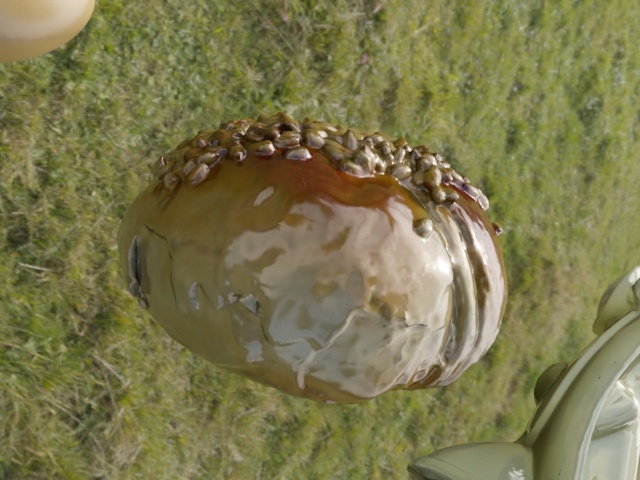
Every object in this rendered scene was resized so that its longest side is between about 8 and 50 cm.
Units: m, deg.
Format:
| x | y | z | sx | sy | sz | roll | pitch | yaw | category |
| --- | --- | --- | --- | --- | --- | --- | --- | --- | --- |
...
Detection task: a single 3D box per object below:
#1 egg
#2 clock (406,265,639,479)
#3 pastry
| x | y | z | sx | sy | sz | roll | pitch | yaw | category |
| --- | --- | --- | --- | --- | --- | --- | --- | --- | --- |
| -0.404 | -0.317 | 0.812 | 0.244 | 0.201 | 0.201 | 6 | 96 | -19 | egg |
| 0.225 | 0.160 | 0.339 | 0.276 | 0.379 | 0.120 | -60 | 160 | -26 | clock |
| 0.000 | 0.000 | 0.694 | 0.409 | 0.409 | 0.245 | -1 | 105 | -52 | pastry |
